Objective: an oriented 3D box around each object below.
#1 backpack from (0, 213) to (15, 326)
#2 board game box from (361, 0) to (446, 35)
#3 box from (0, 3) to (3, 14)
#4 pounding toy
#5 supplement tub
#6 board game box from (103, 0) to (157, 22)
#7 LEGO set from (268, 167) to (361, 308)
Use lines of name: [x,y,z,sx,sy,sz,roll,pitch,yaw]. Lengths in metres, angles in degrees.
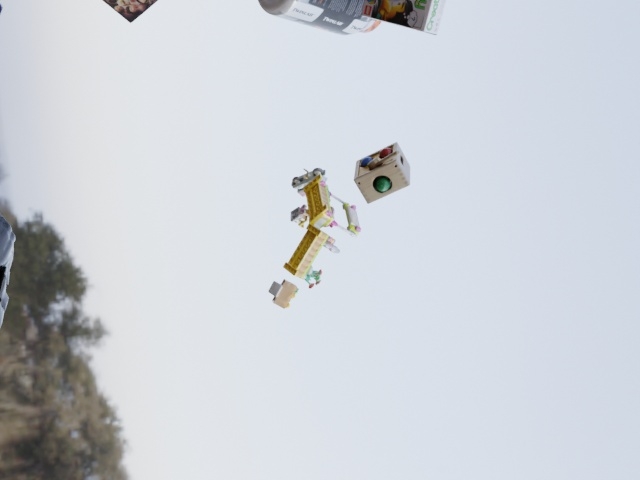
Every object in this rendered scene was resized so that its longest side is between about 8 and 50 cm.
backpack: [-0.592,0.039,1.232,0.263,0.213,0.276,52,40,-57]
board game box: [0.203,-0.606,1.739,0.193,0.053,0.305,28,-68,41]
box: [-0.752,-0.530,1.715,0.225,0.036,0.136,45,-44,-7]
pounding toy: [0.144,-0.165,1.891,0.100,0.130,0.141,58,20,-22]
supplement tub: [0.012,-0.629,2.068,0.193,0.316,0.193,-5,-97,49]
board game box: [-0.441,-0.571,1.693,0.165,0.243,0.042,-18,-137,48]
LEGO set: [0.000,0.000,1.517,0.132,0.107,0.287,-19,-128,43]
